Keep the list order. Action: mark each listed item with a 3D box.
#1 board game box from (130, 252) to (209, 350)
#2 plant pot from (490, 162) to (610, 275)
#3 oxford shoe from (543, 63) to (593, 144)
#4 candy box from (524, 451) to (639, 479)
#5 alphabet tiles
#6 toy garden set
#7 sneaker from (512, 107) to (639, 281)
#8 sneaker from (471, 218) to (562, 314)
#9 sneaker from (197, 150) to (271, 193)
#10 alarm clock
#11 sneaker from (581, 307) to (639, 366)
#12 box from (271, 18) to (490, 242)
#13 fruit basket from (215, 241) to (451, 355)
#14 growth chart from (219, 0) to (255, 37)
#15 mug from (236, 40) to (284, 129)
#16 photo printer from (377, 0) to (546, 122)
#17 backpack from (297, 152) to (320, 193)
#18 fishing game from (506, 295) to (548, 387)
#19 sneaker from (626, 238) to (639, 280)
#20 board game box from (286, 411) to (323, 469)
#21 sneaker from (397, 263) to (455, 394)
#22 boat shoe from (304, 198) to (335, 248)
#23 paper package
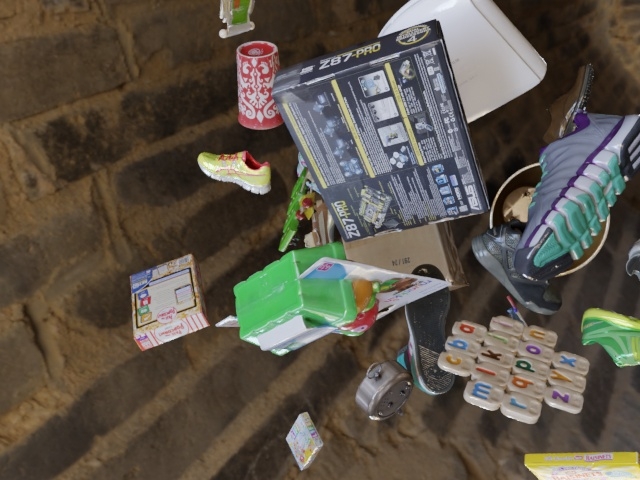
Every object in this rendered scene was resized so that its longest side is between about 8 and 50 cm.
[{"bbox_3d":[-0.320,0.124,1.399,0.194,0.146,0.045,-111,2,-49],"label":"board game box"},{"bbox_3d":[0.479,-0.059,1.480,0.254,0.237,0.237,-52,-26,-80],"label":"plant pot"},{"bbox_3d":[0.641,-0.355,1.733,0.082,0.096,0.227,18,-86,-63],"label":"oxford shoe"},{"bbox_3d":[0.493,0.422,1.222,0.105,0.205,0.027,47,-135,-29],"label":"candy box"},{"bbox_3d":[0.386,0.249,1.334,0.284,0.277,0.021,-48,-32,-52],"label":"alphabet tiles"},{"bbox_3d":[-0.045,-0.113,1.894,0.204,0.049,0.244,123,163,-51],"label":"toy garden set"},{"bbox_3d":[0.266,-0.053,0.737,0.224,0.098,0.083,-47,-48,-13],"label":"sneaker"},{"bbox_3d":[0.400,0.046,1.237,0.227,0.130,0.087,43,-145,-16],"label":"sneaker"},{"bbox_3d":[-0.220,-0.200,1.744,0.081,0.208,0.094,-67,-6,-54],"label":"sneaker"},{"bbox_3d":[0.134,0.312,1.409,0.129,0.064,0.192,-41,-43,-11],"label":"alarm clock"},{"bbox_3d":[0.769,0.255,1.601,0.109,0.295,0.124,9,-82,-41],"label":"sneaker"},{"bbox_3d":[0.128,-0.187,1.288,0.097,0.318,0.395,-85,-26,-47],"label":"box"},{"bbox_3d":[0.028,0.133,1.293,0.353,0.327,0.166,18,-126,-39],"label":"fruit basket"},{"bbox_3d":[-0.146,-0.494,1.245,0.172,0.021,0.237,-58,-17,-53],"label":"growth chart"},{"bbox_3d":[-0.144,-0.363,1.518,0.113,0.150,0.169,-15,-48,-16],"label":"mug"},{"bbox_3d":[0.293,-0.404,1.435,0.307,0.256,0.107,36,-132,-29],"label":"photo printer"},{"bbox_3d":[0.050,-0.260,2.249,0.225,0.253,0.191,-53,-17,-23],"label":"backpack"},{"bbox_3d":[0.496,0.253,1.618,0.189,0.041,0.264,54,-161,-17],"label":"fishing game"},{"bbox_3d":[0.998,0.078,1.787,0.146,0.330,0.123,-52,-17,-47],"label":"sneaker"},{"bbox_3d":[-0.046,0.566,1.880,0.026,0.103,0.154,-12,-36,-30],"label":"board game box"},{"bbox_3d":[0.246,0.217,1.562,0.178,0.123,0.296,105,165,-70],"label":"sneaker"},{"bbox_3d":[0.000,0.000,2.521,0.122,0.119,0.324,76,-164,-79],"label":"boat shoe"},{"bbox_3d":[0.260,0.038,2.111,0.168,0.324,0.310,11,-117,-60],"label":"paper package"}]
